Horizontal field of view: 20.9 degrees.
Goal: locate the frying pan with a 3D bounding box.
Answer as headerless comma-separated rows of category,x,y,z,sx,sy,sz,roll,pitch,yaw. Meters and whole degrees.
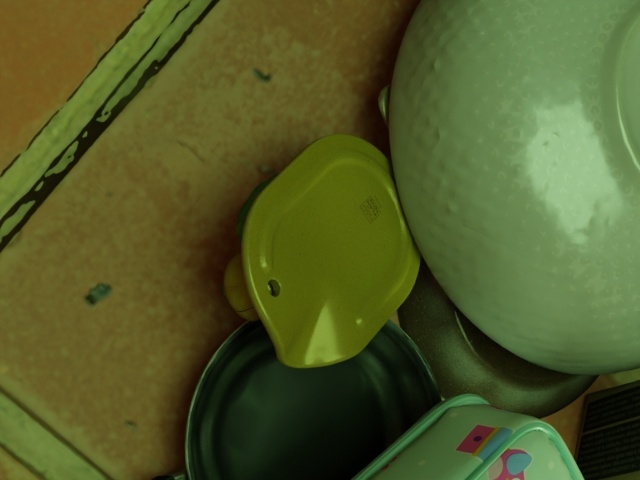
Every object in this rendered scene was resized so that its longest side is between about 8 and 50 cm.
frying pan,-0.050,0.178,1.172,0.326,0.053,0.197,-42,106,-19

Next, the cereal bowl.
cereal bowl,0.222,-0.077,1.224,0.339,0.141,0.339,6,79,-32

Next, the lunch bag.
lunch bag,0.112,0.258,1.190,0.224,0.108,0.279,-41,122,-27

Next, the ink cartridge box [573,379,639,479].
ink cartridge box,0.329,0.167,1.256,0.234,0.193,0.088,19,70,-18

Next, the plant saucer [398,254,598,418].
plant saucer,0.152,0.037,1.278,0.198,0.036,0.199,0,89,-25

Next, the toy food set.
toy food set,0.000,0.000,1.177,0.218,0.071,0.128,-45,110,-43
